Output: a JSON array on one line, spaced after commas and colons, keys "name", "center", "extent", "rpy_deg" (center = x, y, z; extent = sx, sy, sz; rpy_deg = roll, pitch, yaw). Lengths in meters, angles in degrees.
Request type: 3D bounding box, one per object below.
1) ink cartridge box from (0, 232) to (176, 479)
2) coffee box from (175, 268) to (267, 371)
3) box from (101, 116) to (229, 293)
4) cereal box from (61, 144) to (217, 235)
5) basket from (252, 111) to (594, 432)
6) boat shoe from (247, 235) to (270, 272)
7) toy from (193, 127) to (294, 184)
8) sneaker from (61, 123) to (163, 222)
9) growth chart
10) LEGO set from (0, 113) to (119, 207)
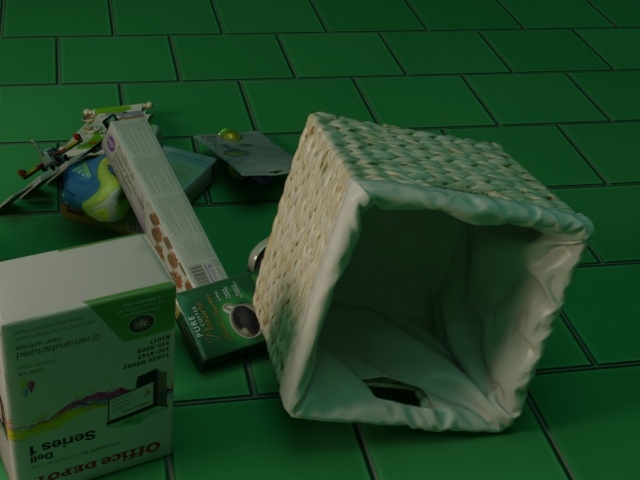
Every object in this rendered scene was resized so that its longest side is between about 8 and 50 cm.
[{"name": "ink cartridge box", "center": [-0.282, 0.150, 1.261], "extent": [0.201, 0.278, 0.117], "rpy_deg": [-13, 40, -25]}, {"name": "coffee box", "center": [-0.111, 0.106, 1.526], "extent": [0.184, 0.040, 0.113], "rpy_deg": [-18, 67, -30]}, {"name": "box", "center": [-0.237, -0.042, 1.628], "extent": [0.067, 0.063, 0.324], "rpy_deg": [-15, 65, -35]}, {"name": "cereal box", "center": [-0.306, -0.092, 1.837], "extent": [0.173, 0.047, 0.240], "rpy_deg": [15, 34, 17]}, {"name": "basket", "center": [0.113, 0.043, 1.398], "extent": [0.328, 0.331, 0.266], "rpy_deg": [8, 25, -20]}, {"name": "boat shoe", "center": [0.000, 0.000, 1.692], "extent": [0.079, 0.095, 0.254], "rpy_deg": [29, 42, 35]}, {"name": "toy", "center": [-0.125, -0.140, 1.922], "extent": [0.136, 0.056, 0.237], "rpy_deg": [-7, 28, -26]}, {"name": "sneaker", "center": [-0.346, -0.124, 1.752], "extent": [0.126, 0.091, 0.240], "rpy_deg": [10, 36, 10]}, {"name": "growth chart", "center": [-0.392, -0.204, 1.980], "extent": [0.171, 0.021, 0.237], "rpy_deg": [-7, 27, 11]}, {"name": "LEGO set", "center": [-0.431, -0.140, 1.754], "extent": [0.244, 0.060, 0.182], "rpy_deg": [-28, 8, 42]}]
